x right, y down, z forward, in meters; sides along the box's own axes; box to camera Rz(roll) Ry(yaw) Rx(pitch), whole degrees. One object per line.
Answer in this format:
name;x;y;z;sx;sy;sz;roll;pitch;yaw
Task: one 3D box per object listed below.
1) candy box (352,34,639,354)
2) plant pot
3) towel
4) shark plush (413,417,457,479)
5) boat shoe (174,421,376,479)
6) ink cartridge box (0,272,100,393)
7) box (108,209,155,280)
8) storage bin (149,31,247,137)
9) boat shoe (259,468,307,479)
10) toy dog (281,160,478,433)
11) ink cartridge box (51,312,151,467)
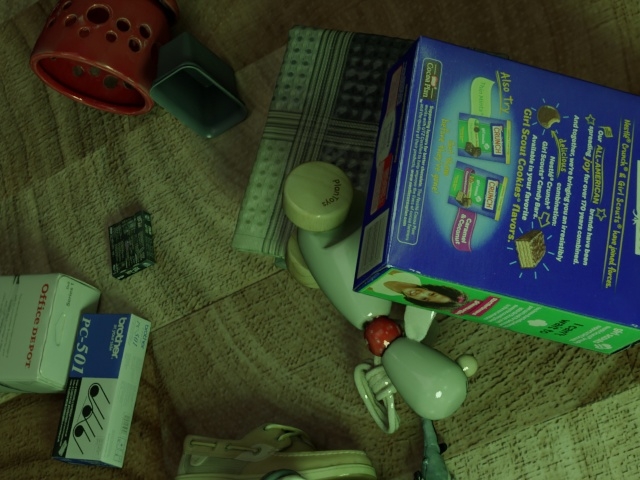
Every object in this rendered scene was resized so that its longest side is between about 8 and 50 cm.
candy box;0.217;-0.045;1.783;0.122;0.317;0.268;139;143;-68
plant pot;-0.304;-0.297;2.381;0.191;0.191;0.174;7;71;40
towel;0.062;-0.104;2.070;0.312;0.056;0.324;11;76;23
shark plush;0.130;0.280;1.874;0.073;0.067;0.161;0;71;38
boat shoe;-0.061;0.267;2.006;0.302;0.109;0.098;-11;66;40
ink cartridge box;-0.433;0.135;2.358;0.219;0.093;0.160;-2;70;37
box;-0.269;0.007;2.335;0.067;0.018;0.083;-26;57;27
storage bin;-0.175;-0.219;2.292;0.098;0.135;0.091;-30;44;25
boat shoe;-0.104;0.374;1.938;0.099;0.116;0.319;54;132;40
toy dog;0.086;0.045;1.905;0.161;0.220;0.333;-28;83;-18
ink cartridge box;-0.301;0.205;2.257;0.097;0.046;0.207;-1;70;36
